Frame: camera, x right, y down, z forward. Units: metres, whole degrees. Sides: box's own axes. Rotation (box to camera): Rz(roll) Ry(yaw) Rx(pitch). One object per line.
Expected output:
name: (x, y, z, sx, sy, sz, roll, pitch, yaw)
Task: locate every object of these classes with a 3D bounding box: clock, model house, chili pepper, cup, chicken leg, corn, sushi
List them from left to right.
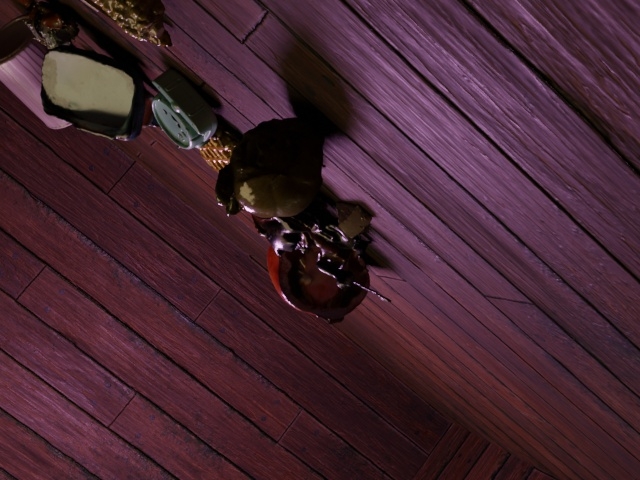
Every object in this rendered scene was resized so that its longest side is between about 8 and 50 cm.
cup: (-0.777, -0.502, 2.442, 0.208, 0.288, 0.273, -10, 143, 27)
sushi: (-0.643, -0.513, 2.062, 0.097, 0.103, 0.226, 25, -175, -45)
corn: (-0.365, -0.437, 1.394, 0.288, 0.086, 0.086, 41, 171, -2)
model house: (-0.509, -0.373, 2.111, 0.253, 0.184, 0.291, 17, -162, 11)
clock: (-0.302, -0.267, 1.876, 0.159, 0.066, 0.211, 47, 158, 6)
chicken leg: (-0.068, -0.119, 1.531, 0.153, 0.201, 0.429, 29, -176, 2)
chili pepper: (-0.011, 0.062, 2.194, 0.251, 0.229, 0.305, 10, -172, -8)

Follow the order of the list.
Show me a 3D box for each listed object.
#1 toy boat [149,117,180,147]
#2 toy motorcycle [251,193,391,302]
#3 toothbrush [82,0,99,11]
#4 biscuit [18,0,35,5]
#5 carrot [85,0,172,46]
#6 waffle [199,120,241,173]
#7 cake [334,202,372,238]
toy boat: (-0.434, -0.303, 2.277, 0.185, 0.077, 0.075, 35, 173, -26)
toy motorcycle: (0.000, 0.000, 1.911, 0.401, 0.134, 0.207, 26, 148, 6)
toothbrush: (-0.593, -0.587, 1.716, 0.375, 0.037, 0.028, 38, 174, -15)
biscuit: (-0.800, -0.660, 2.128, 0.236, 0.039, 0.180, 35, 168, 15)
carrot: (-0.393, -0.447, 1.549, 0.314, 0.066, 0.066, 35, 171, 1)
waffle: (-0.233, -0.210, 2.023, 0.245, 0.052, 0.254, 38, 163, 18)
cake: (0.065, -0.053, 1.781, 0.052, 0.065, 0.121, 41, -167, -19)
